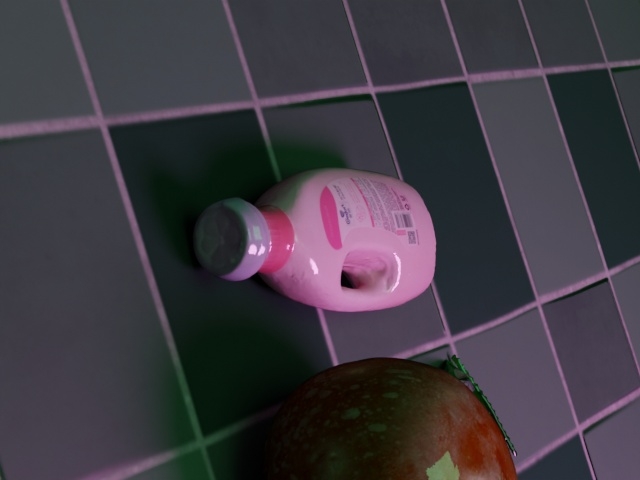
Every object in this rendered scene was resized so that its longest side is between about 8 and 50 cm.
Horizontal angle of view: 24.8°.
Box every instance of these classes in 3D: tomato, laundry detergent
[{"bbox_3d":[0.079,0.243,1.412,0.270,0.222,0.270,23,59,-45],"label":"tomato"},{"bbox_3d":[0.000,0.000,1.535,0.335,0.088,0.159,-2,76,-54],"label":"laundry detergent"}]

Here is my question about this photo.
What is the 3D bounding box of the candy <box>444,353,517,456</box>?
[{"bbox_3d":[0.162,0.218,1.669,0.203,0.078,0.141,-25,96,-61],"label":"candy"}]
